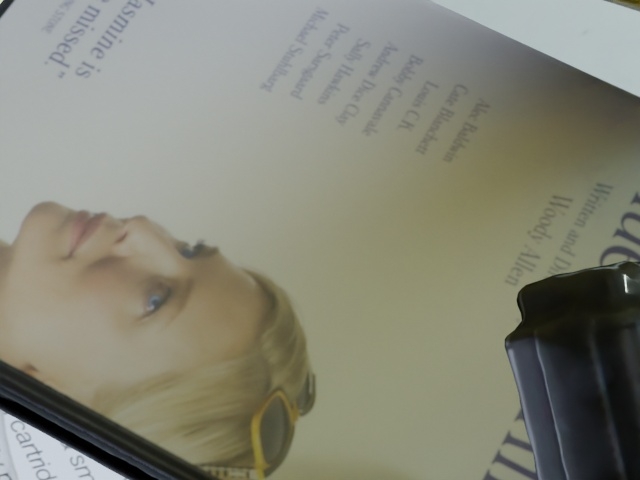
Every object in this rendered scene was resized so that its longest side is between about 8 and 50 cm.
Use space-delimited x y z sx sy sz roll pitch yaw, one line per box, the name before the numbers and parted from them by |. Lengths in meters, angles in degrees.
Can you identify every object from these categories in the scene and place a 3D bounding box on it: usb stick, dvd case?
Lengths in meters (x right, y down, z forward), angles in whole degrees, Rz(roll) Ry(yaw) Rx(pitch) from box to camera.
usb stick | 0.099 0.142 0.386 0.045 0.077 0.278 -19 78 34
dvd case | 0.000 0.000 0.493 0.253 0.022 0.180 27 64 11

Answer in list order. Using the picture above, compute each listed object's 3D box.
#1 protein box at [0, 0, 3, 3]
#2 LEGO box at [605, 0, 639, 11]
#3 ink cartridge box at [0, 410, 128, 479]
protein box | -0.116 -0.205 1.223 0.201 0.136 0.200 35 37 -12
LEGO box | -0.022 -0.304 0.417 0.500 0.193 0.372 15 68 -17
ink cartridge box | -0.150 0.084 0.763 0.395 0.166 0.285 -26 95 6
